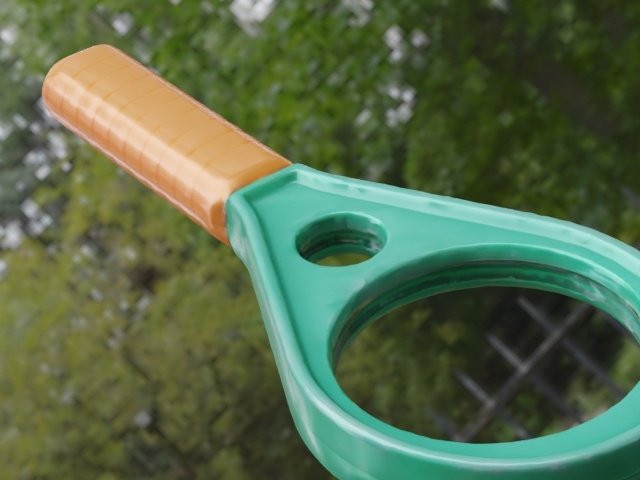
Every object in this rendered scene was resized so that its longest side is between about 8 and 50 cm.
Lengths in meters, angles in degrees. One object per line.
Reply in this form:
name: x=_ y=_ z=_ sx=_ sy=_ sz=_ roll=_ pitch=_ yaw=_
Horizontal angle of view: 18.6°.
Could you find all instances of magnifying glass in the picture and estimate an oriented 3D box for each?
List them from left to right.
magnifying glass: x=0.000 y=0.000 z=0.491 sx=0.092 sy=0.231 sz=0.026 roll=-27 pitch=-52 yaw=-27
